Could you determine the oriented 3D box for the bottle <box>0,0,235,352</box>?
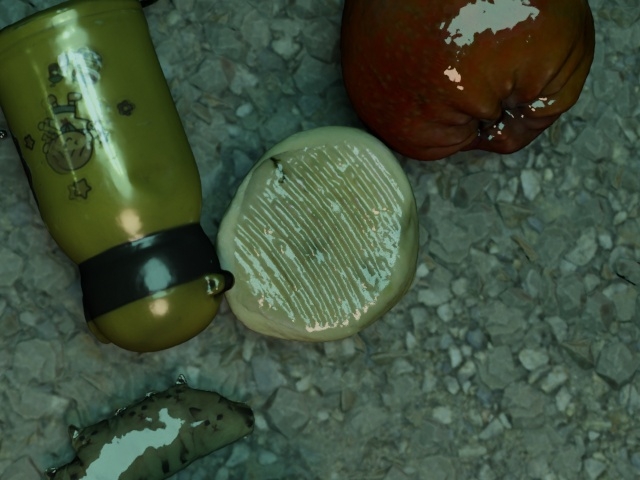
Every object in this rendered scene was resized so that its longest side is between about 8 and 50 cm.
[{"bbox_3d":[-0.207,-0.058,1.631,0.171,0.171,0.351,-18,86,-17],"label":"bottle"}]

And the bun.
[{"bbox_3d":[0.000,0.000,1.703,0.210,0.116,0.237,42,90,-1],"label":"bun"}]

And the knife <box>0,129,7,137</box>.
[{"bbox_3d":[-0.465,-0.083,1.643,0.296,0.026,0.044,-19,98,-17],"label":"knife"}]

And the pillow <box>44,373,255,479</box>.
[{"bbox_3d":[-0.184,0.205,1.655,0.241,0.051,0.093,-25,93,-16],"label":"pillow"}]

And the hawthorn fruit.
[{"bbox_3d":[0.143,-0.241,1.713,0.277,0.277,0.298,-19,65,-17],"label":"hawthorn fruit"}]

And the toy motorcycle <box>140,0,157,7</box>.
[{"bbox_3d":[-0.135,-0.397,1.721,0.342,0.142,0.206,-35,89,-19],"label":"toy motorcycle"}]
